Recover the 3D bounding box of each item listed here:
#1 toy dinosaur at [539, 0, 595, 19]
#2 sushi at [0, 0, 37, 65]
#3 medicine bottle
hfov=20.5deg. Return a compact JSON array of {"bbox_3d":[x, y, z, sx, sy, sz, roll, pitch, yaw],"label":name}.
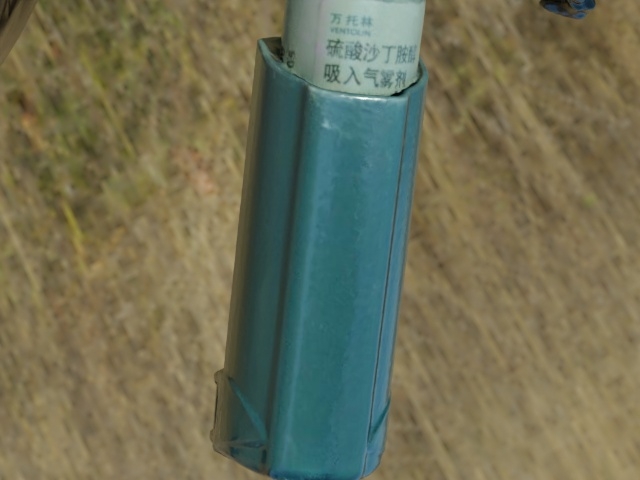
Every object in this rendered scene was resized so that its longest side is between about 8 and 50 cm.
[{"bbox_3d":[0.147,-0.210,0.997,0.087,0.187,0.179,-42,162,-11],"label":"toy dinosaur"},{"bbox_3d":[-0.155,-0.121,0.420,0.200,0.213,0.204,-2,153,-26],"label":"sushi"},{"bbox_3d":[0.000,0.000,0.819,0.079,0.258,0.124,5,-166,-8],"label":"medicine bottle"}]
